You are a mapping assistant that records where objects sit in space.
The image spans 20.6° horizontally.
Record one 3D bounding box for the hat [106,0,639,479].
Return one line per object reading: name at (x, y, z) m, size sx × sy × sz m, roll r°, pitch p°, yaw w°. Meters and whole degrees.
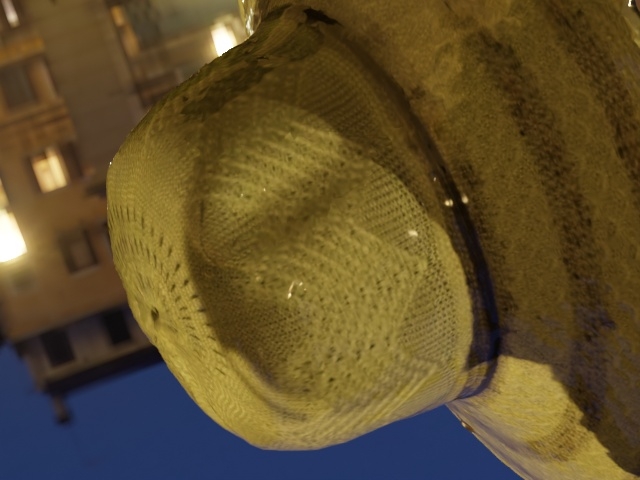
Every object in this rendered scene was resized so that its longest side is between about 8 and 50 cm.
hat at (0.000, 0.000, 0.497) m, size 0.110 × 0.252 × 0.252 m, roll -28°, pitch -168°, yaw -20°
